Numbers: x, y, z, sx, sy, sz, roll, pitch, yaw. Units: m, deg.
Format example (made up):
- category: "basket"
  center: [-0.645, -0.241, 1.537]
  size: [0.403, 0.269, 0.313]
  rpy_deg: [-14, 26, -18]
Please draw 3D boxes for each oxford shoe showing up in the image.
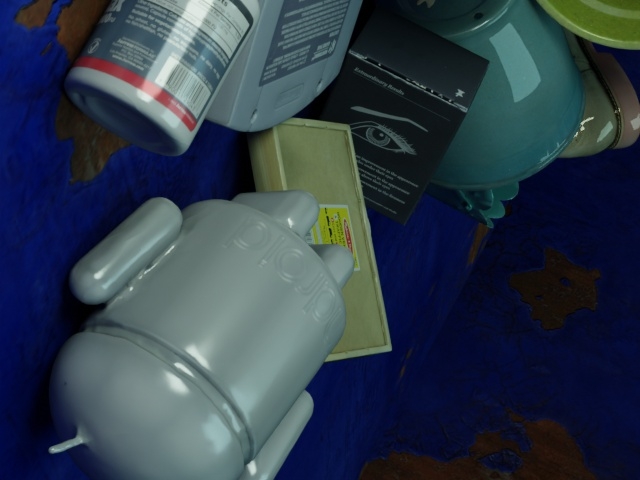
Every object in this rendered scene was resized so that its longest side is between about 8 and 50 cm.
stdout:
- category: "oxford shoe"
  center: [0.303, -0.281, 1.995]
  size: [0.147, 0.397, 0.140]
  rpy_deg: [-18, 145, -20]

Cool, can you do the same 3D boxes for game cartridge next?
- category: "game cartridge"
  center: [-0.033, -0.212, 1.380]
  size: [0.294, 0.060, 0.196]
  rpy_deg: [-36, 144, -63]

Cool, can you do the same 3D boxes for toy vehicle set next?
- category: "toy vehicle set"
  center: [0.000, 0.000, 1.499]
  size: [0.166, 0.035, 0.266]
  rpy_deg: [1, 77, -58]

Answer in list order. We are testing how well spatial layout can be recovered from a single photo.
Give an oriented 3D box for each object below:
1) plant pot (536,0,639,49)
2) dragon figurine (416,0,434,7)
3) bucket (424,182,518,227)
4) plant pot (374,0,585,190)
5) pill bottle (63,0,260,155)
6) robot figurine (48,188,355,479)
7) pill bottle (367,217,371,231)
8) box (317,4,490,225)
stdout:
- category: "plant pot"
  center: [0.389, -0.407, 1.644]
  size: [0.254, 0.276, 0.276]
  rpy_deg: [-63, 169, -53]
- category: "dragon figurine"
  center: [0.141, -0.348, 1.470]
  size: [0.289, 0.085, 0.144]
  rpy_deg: [-35, -146, 47]
- category: "bucket"
  center: [0.241, -0.178, 2.169]
  size: [0.281, 0.183, 0.281]
  rpy_deg: [-59, 165, -28]
- category: "plant pot"
  center: [0.183, -0.246, 1.737]
  size: [0.271, 0.272, 0.255]
  rpy_deg: [-60, 150, -23]
- category: "pill bottle"
  center: [-0.109, -0.166, 1.060]
  size: [0.180, 0.108, 0.108]
  rpy_deg: [-62, 166, -15]
- category: "robot figurine"
  center: [-0.112, 0.102, 1.276]
  size: [0.300, 0.200, 0.353]
  rpy_deg: [53, 56, -25]
- category: "pill bottle"
  center: [-0.032, 0.032, 1.604]
  size: [0.245, 0.136, 0.136]
  rpy_deg: [-45, 155, -55]
- category: "box"
  center: [0.084, -0.145, 1.618]
  size: [0.108, 0.153, 0.207]
  rpy_deg: [-61, 179, -45]
